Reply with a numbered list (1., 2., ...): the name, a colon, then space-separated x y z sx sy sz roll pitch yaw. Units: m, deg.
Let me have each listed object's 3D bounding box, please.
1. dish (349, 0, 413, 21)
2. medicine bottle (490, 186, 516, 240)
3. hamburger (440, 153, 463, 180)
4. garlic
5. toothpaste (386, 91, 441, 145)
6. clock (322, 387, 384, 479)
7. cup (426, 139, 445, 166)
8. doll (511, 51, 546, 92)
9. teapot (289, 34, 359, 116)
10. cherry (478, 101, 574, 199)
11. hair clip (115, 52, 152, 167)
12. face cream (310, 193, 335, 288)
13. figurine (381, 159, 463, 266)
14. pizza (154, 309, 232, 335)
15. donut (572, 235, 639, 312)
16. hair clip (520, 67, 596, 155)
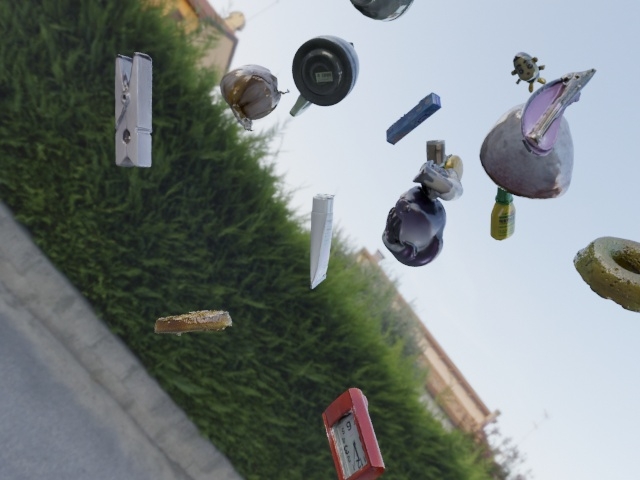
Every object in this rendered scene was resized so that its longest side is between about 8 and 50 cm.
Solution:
1. dish: 0.154 -0.800 1.410 0.303 0.120 0.303 35 -38 33
2. medicine bottle: 0.765 -0.146 1.949 0.076 0.111 0.309 -126 -158 -58
3. hamburger: 0.534 -0.289 1.974 0.115 0.162 0.162 19 -30 37
4. garlic: -0.195 -0.428 1.445 0.256 0.207 0.207 36 -18 36
5. toothpaste: 0.373 -0.489 1.892 0.272 0.053 0.066 -34 -133 47
6. clock: 0.068 0.384 0.904 0.061 0.113 0.155 12 42 -30
7. cup: 0.458 -0.338 1.818 0.102 0.074 0.099 -147 -131 -64
8. doll: 0.696 -0.562 1.559 0.179 0.102 0.089 29 45 -34
9. teapot: 0.036 -0.614 1.764 0.239 0.239 0.322 22 -53 13
10. cherry: 0.735 -0.318 1.639 0.335 0.291 0.327 54 -39 46
11. hair clip: -0.559 -0.387 1.404 0.085 0.101 0.331 -21 113 -71
12. face cream: 0.000 0.000 1.233 0.058 0.092 0.244 10 -73 24
13. figurine: 0.220 -0.048 0.994 0.145 0.145 0.222 49 -54 32
14. pizza: -0.470 0.297 1.679 0.287 0.251 0.074 -15 -102 63
15. donut: 0.896 0.087 1.369 0.272 0.271 0.107 48 -40 34
16. hair clip: 0.632 -0.363 1.266 0.095 0.358 0.110 20 -32 48
